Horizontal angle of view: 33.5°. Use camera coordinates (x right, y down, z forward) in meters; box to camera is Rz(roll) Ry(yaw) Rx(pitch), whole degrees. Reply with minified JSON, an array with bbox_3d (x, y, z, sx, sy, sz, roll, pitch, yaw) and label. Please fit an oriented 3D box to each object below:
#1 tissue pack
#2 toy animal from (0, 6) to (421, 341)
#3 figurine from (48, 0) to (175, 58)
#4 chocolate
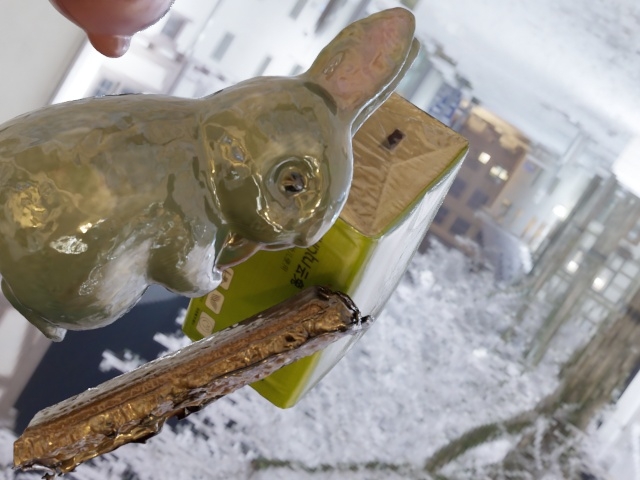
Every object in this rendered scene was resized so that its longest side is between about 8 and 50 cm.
[{"bbox_3d":[0.000,0.000,1.068,0.167,0.274,0.200,36,-135,11],"label":"tissue pack"},{"bbox_3d":[-0.053,-0.032,0.511,0.138,0.236,0.108,58,-166,-71],"label":"toy animal"},{"bbox_3d":[-0.236,-0.312,1.204,0.173,0.173,0.173,32,-171,-6],"label":"figurine"},{"bbox_3d":[-0.113,0.119,0.916,0.065,0.329,0.102,65,-174,9],"label":"chocolate"}]
